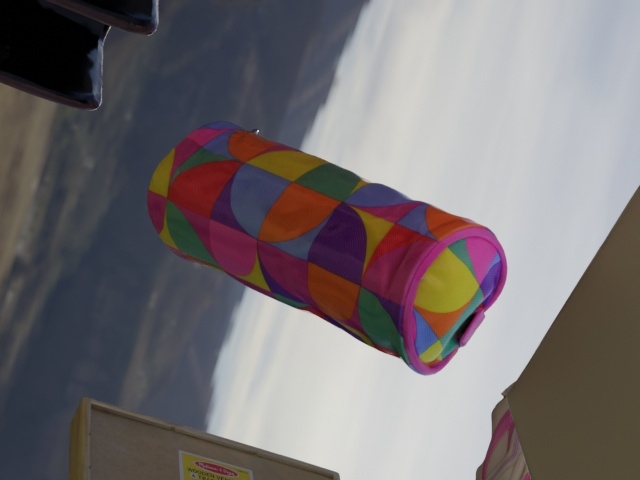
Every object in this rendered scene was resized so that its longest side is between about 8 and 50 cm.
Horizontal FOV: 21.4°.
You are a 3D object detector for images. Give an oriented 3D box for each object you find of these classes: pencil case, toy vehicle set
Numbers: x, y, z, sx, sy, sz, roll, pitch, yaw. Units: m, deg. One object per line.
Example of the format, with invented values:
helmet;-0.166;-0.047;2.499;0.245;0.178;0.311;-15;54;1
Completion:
pencil case;0.000;0.000;1.040;0.104;0.236;0.104;-24;125;-38
toy vehicle set;-0.098;0.242;1.539;0.035;0.266;0.166;-61;-160;27

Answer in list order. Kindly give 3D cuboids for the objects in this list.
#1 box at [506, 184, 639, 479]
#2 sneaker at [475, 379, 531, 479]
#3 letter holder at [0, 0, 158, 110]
box;0.242;0.144;0.754;0.345;0.215;0.168;-101;-147;-56
sneaker;0.214;0.145;1.516;0.111;0.103;0.252;4;-126;56
letter holder;-0.213;-0.182;0.828;0.152;0.301;0.214;-58;-160;24
